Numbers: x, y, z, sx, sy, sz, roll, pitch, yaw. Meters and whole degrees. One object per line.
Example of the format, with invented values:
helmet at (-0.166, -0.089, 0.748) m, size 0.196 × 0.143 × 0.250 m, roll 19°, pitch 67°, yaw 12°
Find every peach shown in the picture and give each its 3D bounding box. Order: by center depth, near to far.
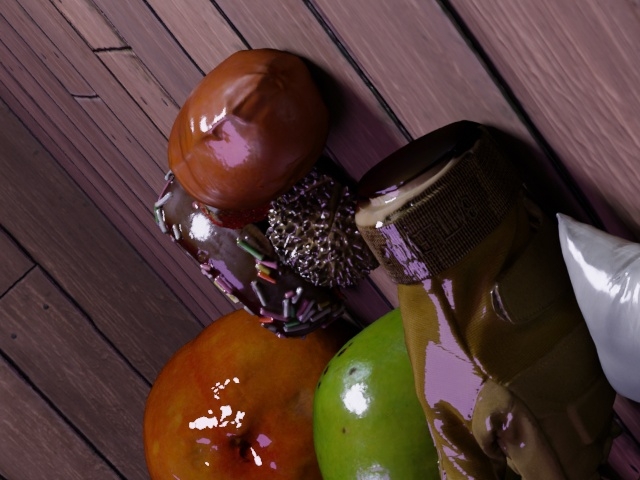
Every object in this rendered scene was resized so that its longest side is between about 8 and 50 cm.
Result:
peach at (-0.066, 0.245, 1.644) m, size 0.343 × 0.343 × 0.301 m, roll 43°, pitch -171°, yaw 14°

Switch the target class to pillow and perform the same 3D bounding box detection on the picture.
pillow at (0.232, 0.059, 0.701) m, size 0.144 × 0.078 × 0.254 m, roll 57°, pitch 164°, yaw -22°

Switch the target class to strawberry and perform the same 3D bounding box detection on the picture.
strawberry at (-0.089, -0.061, 1.295) m, size 0.106 × 0.106 × 0.106 m, roll 43°, pitch 167°, yaw 12°

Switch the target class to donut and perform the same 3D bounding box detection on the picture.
donut at (-0.086, 0.015, 1.462) m, size 0.270 × 0.103 × 0.270 m, roll 45°, pitch 178°, yaw 2°

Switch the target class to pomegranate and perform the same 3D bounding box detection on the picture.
pomegranate at (0.126, 0.168, 1.102) m, size 0.236 × 0.236 × 0.302 m, roll 49°, pitch 155°, yaw -15°

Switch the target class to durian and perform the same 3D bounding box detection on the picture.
durian at (0.000, 0.000, 1.229) m, size 0.148 × 0.091 × 0.188 m, roll 39°, pitch 167°, yaw 30°

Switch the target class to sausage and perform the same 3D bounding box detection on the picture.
sausage at (-0.068, -0.090, 1.093) m, size 0.133 × 0.133 × 0.258 m, roll 47°, pitch 167°, yaw -7°

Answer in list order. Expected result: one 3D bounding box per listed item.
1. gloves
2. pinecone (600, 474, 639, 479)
gloves at (0.134, 0.081, 0.866) m, size 0.141 × 0.154 × 0.331 m, roll -15°, pitch 112°, yaw 30°
pinecone at (0.231, 0.283, 0.980) m, size 0.208 × 0.208 × 0.208 m, roll 43°, pitch 167°, yaw 12°
